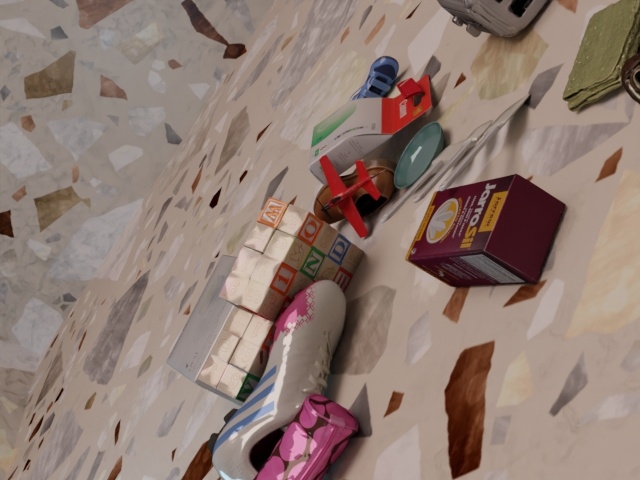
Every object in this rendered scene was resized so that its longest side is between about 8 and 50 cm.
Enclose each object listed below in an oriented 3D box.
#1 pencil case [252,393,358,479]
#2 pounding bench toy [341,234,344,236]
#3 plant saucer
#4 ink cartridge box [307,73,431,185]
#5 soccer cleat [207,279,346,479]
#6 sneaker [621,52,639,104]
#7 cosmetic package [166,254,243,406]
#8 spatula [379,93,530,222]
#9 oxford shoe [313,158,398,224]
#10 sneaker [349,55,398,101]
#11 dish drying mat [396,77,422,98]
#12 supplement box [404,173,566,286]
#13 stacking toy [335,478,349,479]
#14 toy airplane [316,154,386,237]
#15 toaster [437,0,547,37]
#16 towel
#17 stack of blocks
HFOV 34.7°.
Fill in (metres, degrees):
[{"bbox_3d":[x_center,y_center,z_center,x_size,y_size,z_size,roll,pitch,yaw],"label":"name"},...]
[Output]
[{"bbox_3d":[-0.032,0.306,1.344,0.209,0.095,0.098,-59,-1,1],"label":"pencil case"},{"bbox_3d":[0.000,0.000,1.738,0.052,0.065,0.083,-61,19,-1],"label":"pounding bench toy"},{"bbox_3d":[0.158,-0.128,1.590,0.119,0.021,0.119,-51,21,27],"label":"plant saucer"},{"bbox_3d":[0.081,-0.205,1.729,0.225,0.056,0.181,-37,19,20],"label":"ink cartridge box"},{"bbox_3d":[-0.030,0.217,1.477,0.143,0.116,0.331,19,75,46],"label":"soccer cleat"},{"bbox_3d":[0.354,-0.173,1.079,0.066,0.071,0.188,-55,20,16],"label":"sneaker"},{"bbox_3d":[-0.137,0.154,1.760,0.224,0.138,0.225,-63,18,-8],"label":"cosmetic package"},{"bbox_3d":[0.179,-0.104,1.381,0.168,0.019,0.242,-29,13,48],"label":"spatula"},{"bbox_3d":[0.049,-0.063,1.703,0.212,0.076,0.076,-33,42,53],"label":"oxford shoe"},{"bbox_3d":[0.102,-0.280,1.908,0.144,0.053,0.059,-56,17,39],"label":"sneaker"},{"bbox_3d":[0.149,-0.257,1.724,0.032,0.008,0.083,-22,23,3],"label":"dish drying mat"},{"bbox_3d":[0.195,-0.008,1.233,0.188,0.081,0.104,-10,53,66],"label":"supplement box"},{"bbox_3d":[0.009,0.340,1.139,0.175,0.165,0.302,-32,8,13],"label":"stacking toy"},{"bbox_3d":[0.048,-0.076,1.633,0.028,0.151,0.151,-24,-14,-47],"label":"toy airplane"},{"bbox_3d":[0.281,-0.409,1.525,0.227,0.129,0.146,-54,24,13],"label":"toaster"},{"bbox_3d":[0.350,-0.232,1.244,0.110,0.027,0.148,-22,43,62],"label":"towel"},{"bbox_3d":[-0.070,0.106,1.575,0.087,0.171,0.297,21,81,39],"label":"stack of blocks"}]
